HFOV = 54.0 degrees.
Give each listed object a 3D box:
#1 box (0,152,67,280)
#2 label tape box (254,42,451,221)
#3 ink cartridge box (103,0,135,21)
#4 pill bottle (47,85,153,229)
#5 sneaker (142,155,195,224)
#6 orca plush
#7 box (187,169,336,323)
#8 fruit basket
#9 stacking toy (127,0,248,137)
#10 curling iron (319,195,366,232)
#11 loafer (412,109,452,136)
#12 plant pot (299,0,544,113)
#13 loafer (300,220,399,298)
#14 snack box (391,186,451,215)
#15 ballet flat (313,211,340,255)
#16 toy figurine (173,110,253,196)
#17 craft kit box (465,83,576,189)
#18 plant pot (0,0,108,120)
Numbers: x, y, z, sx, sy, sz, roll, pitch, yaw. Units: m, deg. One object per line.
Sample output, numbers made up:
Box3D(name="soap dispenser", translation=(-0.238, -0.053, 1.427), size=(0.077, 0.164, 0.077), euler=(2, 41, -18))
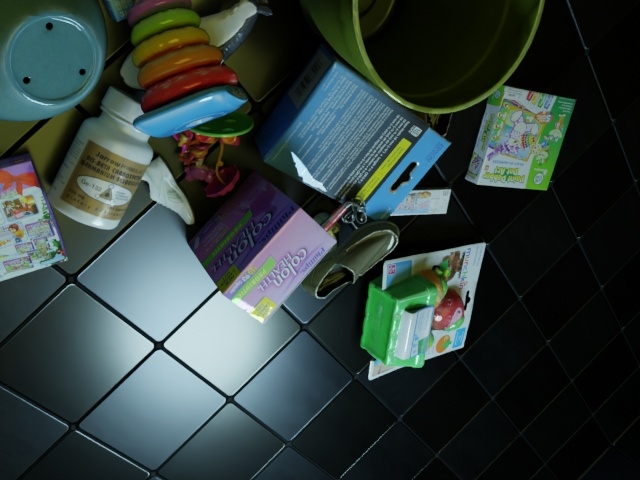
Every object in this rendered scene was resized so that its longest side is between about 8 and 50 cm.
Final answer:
Box3D(name="box", translation=(-0.618, -0.015, 1.085), size=(0.293, 0.057, 0.201), euler=(-19, 121, -20))
Box3D(name="label tape box", translation=(0.068, -0.209, 1.307), size=(0.334, 0.106, 0.240), euler=(26, 113, -34))
Box3D(name="ink cartridge box", translation=(-0.330, -0.468, 1.030), size=(0.104, 0.061, 0.181), euler=(-28, 122, -15))
Box3D(name="pill bottle", translation=(-0.373, -0.147, 1.112), size=(0.131, 0.131, 0.229), euler=(24, 99, -34))
Box3D(name="sneaker", translation=(-0.298, -0.091, 1.232), size=(0.061, 0.053, 0.152), euler=(-30, 117, -3))
Box3D(name="orca plush", translation=(-0.222, -0.361, 1.125), size=(0.287, 0.102, 0.151), euler=(-43, 100, 8))
Box3D(name="box", translation=(-0.124, 0.005, 1.249), size=(0.213, 0.243, 0.117), euler=(-48, 126, 0))
Box3D(name="fruit basket", translation=(0.281, 0.181, 1.599), size=(0.353, 0.165, 0.327), euler=(-6, 115, -30))
Box3D(name="stacking toy", translation=(-0.247, -0.332, 1.005), size=(0.166, 0.175, 0.301), euler=(-19, 96, 11))
Box3D(name="curling iron", translation=(0.000, 0.000, 1.370), size=(0.068, 0.035, 0.274), euler=(34, 120, -26))
Box3D(name="loafer", translation=(0.273, -0.373, 1.357), size=(0.134, 0.130, 0.366), euler=(0, 112, -28))
Box3D(name="plant pot", translation=(0.134, -0.445, 1.113), size=(0.366, 0.353, 0.366), euler=(-12, 118, -23))
Box3D(name="loafer", translation=(0.073, 0.052, 1.380), size=(0.251, 0.087, 0.094), euler=(-35, 126, 3))
Box3D(name="snack box", translation=(0.237, -0.096, 1.531), size=(0.178, 0.022, 0.064), euler=(-3, 114, -27))
Box3D(name="ballet flat", translation=(0.013, 0.041, 1.445), size=(0.072, 0.068, 0.213), euler=(-14, 118, -22))
Box3D(name="toy figurine", translation=(-0.219, -0.160, 1.215), size=(0.173, 0.130, 0.159), euler=(3, 122, -6))
Box3D(name="craft kit box", translation=(0.505, -0.256, 1.585), size=(0.250, 0.061, 0.246), euler=(1, 114, -28))
Box3D(name="plant pot", translation=(-0.432, -0.294, 0.918), size=(0.290, 0.195, 0.290), euler=(-31, 139, -31))
